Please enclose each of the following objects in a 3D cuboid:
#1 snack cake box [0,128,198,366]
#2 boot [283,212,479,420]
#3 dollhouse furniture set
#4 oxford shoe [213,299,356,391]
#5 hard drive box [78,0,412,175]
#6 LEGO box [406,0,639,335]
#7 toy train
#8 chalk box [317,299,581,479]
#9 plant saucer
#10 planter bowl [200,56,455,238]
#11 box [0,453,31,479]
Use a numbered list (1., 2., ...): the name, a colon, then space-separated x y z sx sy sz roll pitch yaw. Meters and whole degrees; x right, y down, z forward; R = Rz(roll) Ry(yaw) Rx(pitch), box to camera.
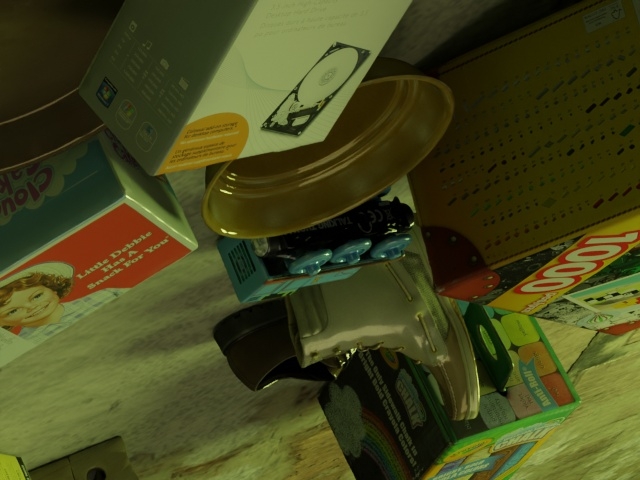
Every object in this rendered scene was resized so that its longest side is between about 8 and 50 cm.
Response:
1. snack cake box: -0.246 0.017 1.527 0.264 0.089 0.152 -30 156 8
2. boot: 0.057 0.098 1.918 0.165 0.213 0.077 -21 -170 -11
3. dollhouse furniture set: -0.240 0.334 2.106 0.129 0.183 0.129 -20 157 -16
4. oxford shoe: 0.013 0.098 1.990 0.227 0.096 0.083 -21 156 -18
5. hard drive box: -0.028 -0.165 1.289 0.181 0.089 0.232 -16 146 -48
6. LEGO box: 0.369 -0.100 1.669 0.500 0.193 0.372 -23 160 29
7. toy train: 0.000 0.000 1.789 0.184 0.080 0.105 -11 162 -40
8. chalk box: 0.151 0.162 2.173 0.179 0.180 0.289 -13 156 -30
9. plant saucer: -0.209 -0.129 1.310 0.278 0.041 0.278 -23 158 -10
10. planter bowl: -0.011 -0.098 1.534 0.217 0.090 0.217 -23 158 -10
11. box: -0.377 0.245 1.924 0.087 0.058 0.232 -33 158 16
